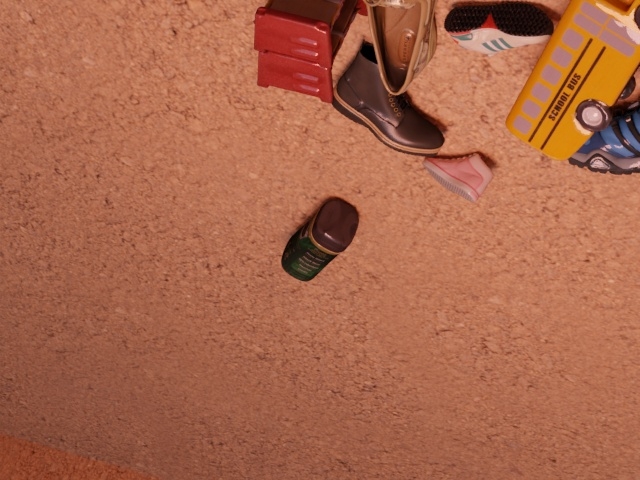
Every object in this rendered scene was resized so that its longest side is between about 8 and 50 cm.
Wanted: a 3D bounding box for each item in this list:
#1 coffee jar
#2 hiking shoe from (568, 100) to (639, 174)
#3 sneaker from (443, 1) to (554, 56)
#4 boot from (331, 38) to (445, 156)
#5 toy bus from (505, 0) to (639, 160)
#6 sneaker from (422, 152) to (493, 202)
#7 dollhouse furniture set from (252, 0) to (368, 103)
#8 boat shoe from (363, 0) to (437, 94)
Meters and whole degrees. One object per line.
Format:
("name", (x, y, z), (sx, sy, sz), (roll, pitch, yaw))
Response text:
("coffee jar", (0.000, 0.000, 2.433), (0.079, 0.096, 0.184), (29, 148, -11))
("hiking shoe", (0.473, -0.163, 1.915), (0.304, 0.113, 0.132), (13, 115, 30))
("sneaker", (0.262, -0.299, 1.893), (0.161, 0.057, 0.075), (5, 159, 26))
("boot", (0.121, -0.221, 2.071), (0.198, 0.077, 0.137), (26, 142, -2))
("toy bus", (0.379, -0.258, 1.774), (0.130, 0.108, 0.332), (34, 138, 9))
("sneaker", (0.231, -0.117, 2.170), (0.134, 0.070, 0.051), (35, 171, 45))
("dollhouse furniture set", (-0.126, -0.363, 1.913), (0.374, 0.201, 0.152), (17, 146, 12))
("boat shoe", (0.117, -0.333, 1.895), (0.105, 0.089, 0.285), (11, 145, 21))
